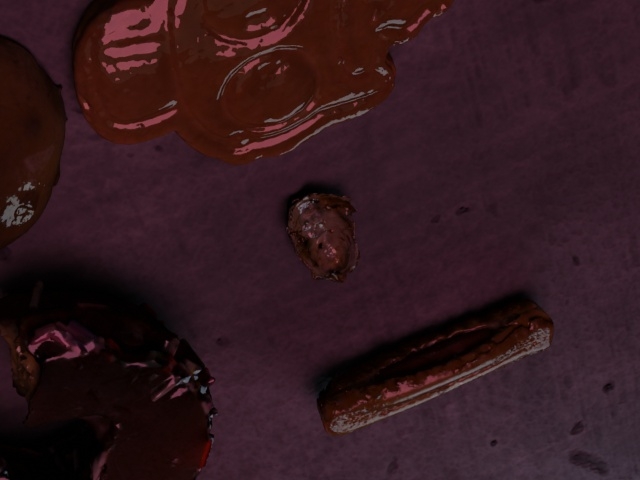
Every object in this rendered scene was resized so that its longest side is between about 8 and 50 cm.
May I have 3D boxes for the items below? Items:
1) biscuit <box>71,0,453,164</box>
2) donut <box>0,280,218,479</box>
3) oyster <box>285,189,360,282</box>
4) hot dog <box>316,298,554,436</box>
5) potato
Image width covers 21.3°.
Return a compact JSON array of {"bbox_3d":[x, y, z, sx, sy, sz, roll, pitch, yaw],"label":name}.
[{"bbox_3d":[-0.047,-0.189,1.595,0.376,0.051,0.269,-18,133,-9],"label":"biscuit"},{"bbox_3d":[-0.243,0.192,1.757,0.259,0.136,0.345,5,125,-29],"label":"donut"},{"bbox_3d":[0.000,-0.001,1.776,0.086,0.029,0.132,-3,131,-14],"label":"oyster"},{"bbox_3d":[0.128,0.139,1.918,0.289,0.068,0.083,-23,155,-11],"label":"hot dog"},{"bbox_3d":[-0.357,-0.044,1.539,0.299,0.116,0.239,-28,137,1],"label":"potato"}]
